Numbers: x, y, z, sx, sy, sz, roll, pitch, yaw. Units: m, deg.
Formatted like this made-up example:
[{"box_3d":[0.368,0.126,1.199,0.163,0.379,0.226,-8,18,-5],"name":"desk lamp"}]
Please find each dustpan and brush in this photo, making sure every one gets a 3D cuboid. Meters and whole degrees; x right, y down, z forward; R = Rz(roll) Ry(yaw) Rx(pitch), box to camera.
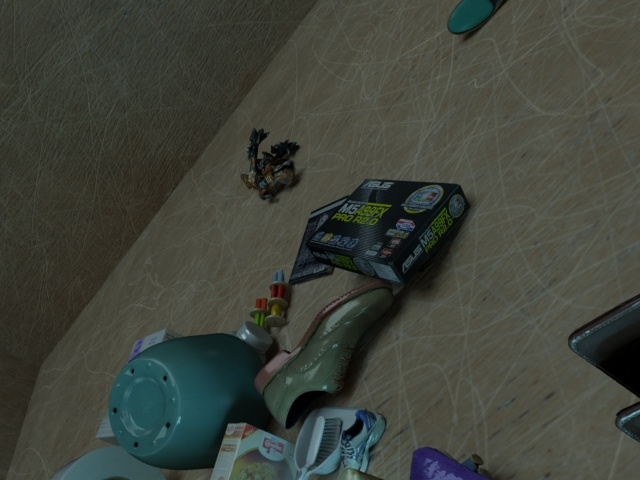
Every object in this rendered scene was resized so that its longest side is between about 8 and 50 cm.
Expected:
[{"box_3d":[-0.011,0.386,0.995,0.147,0.060,0.211,-18,46,51],"name":"dustpan and brush"}]

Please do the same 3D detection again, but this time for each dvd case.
[{"box_3d":[0.000,0.000,1.427,0.164,0.018,0.221,-21,45,50],"name":"dvd case"}]

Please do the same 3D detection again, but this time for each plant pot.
[{"box_3d":[-0.288,0.335,1.174,0.293,0.235,0.293,-6,76,26],"name":"plant pot"}]

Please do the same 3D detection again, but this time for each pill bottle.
[{"box_3d":[-0.209,0.299,1.342,0.215,0.117,0.117,-53,28,8],"name":"pill bottle"}]

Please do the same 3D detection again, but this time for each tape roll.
[{"box_3d":[-0.485,0.620,1.273,0.100,0.286,0.286,-32,37,37],"name":"tape roll"}]

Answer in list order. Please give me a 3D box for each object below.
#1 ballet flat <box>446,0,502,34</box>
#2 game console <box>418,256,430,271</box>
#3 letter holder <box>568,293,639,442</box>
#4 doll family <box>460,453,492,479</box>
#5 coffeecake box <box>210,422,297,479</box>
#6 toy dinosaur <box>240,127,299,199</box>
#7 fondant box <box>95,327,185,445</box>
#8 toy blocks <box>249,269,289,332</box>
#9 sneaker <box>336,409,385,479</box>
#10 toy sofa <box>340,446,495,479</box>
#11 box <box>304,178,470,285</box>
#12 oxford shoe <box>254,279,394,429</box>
[{"box_3d":[0.405,-0.584,1.354,0.232,0.080,0.073,-40,4,25],"name":"ballet flat"},{"box_3d":[0.163,0.005,1.103,0.122,0.107,0.071,-119,26,-60],"name":"game console"},{"box_3d":[0.400,0.110,0.462,0.302,0.214,0.152,-38,33,32],"name":"letter holder"},{"box_3d":[0.190,0.362,0.696,0.111,0.076,0.193,-51,23,20],"name":"doll family"},{"box_3d":[-0.125,0.447,1.026,0.068,0.142,0.185,-21,44,47],"name":"coffeecake box"},{"box_3d":[-0.187,-0.236,1.850,0.322,0.164,0.218,3,79,35],"name":"toy dinosaur"},{"box_3d":[-0.549,0.457,1.746,0.238,0.096,0.330,-25,40,46],"name":"fondant box"},{"box_3d":[-0.129,0.155,1.425,0.123,0.054,0.148,-33,39,36],"name":"toy blocks"},{"box_3d":[0.053,0.344,0.942,0.052,0.058,0.135,4,65,59],"name":"sneaker"},{"box_3d":[0.187,0.327,0.544,0.362,0.150,0.177,10,70,41],"name":"toy sofa"},{"box_3d":[0.124,-0.029,1.115,0.216,0.060,0.270,-47,31,-20],"name":"box"},{"box_3d":[0.028,0.221,1.082,0.348,0.123,0.130,-47,52,15],"name":"oxford shoe"}]
